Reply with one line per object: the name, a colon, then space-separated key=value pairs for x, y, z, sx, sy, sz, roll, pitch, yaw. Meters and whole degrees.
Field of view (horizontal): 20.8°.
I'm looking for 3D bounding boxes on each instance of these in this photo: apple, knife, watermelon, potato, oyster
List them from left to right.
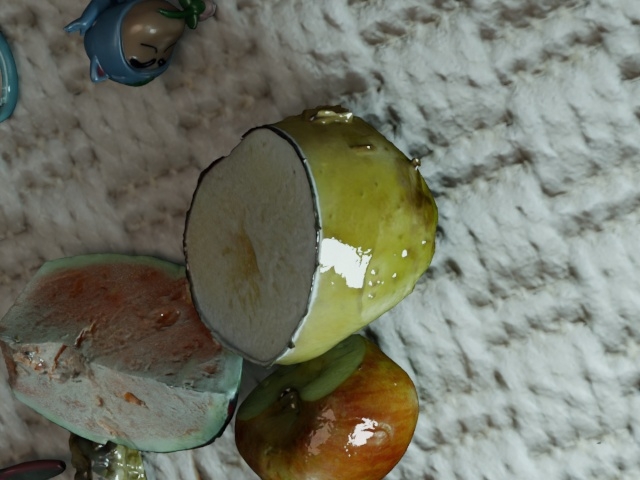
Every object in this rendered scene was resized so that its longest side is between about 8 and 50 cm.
knife: x=-0.407 y=0.304 z=2.186 sx=0.247 sy=0.018 sz=0.035 roll=-17 pitch=109 yaw=35
oyster: x=-0.266 y=0.304 z=2.103 sx=0.129 sy=0.078 sz=0.345 roll=4 pitch=108 yaw=33
watermelon: x=-0.203 y=0.134 z=1.957 sx=0.305 sy=0.180 sz=0.224 roll=11 pitch=97 yaw=23
potato: x=0.000 y=0.000 z=1.836 sx=0.300 sy=0.196 sz=0.246 roll=-39 pitch=62 yaw=52
apple: x=0.010 y=0.197 z=1.883 sx=0.195 sy=0.173 sz=0.160 roll=-25 pitch=90 yaw=30

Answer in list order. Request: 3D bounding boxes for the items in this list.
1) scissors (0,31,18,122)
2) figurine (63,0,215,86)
scissors: x=-0.478 y=-0.302 z=2.059 sx=0.180 sy=0.032 sz=0.393 roll=-18 pitch=95 yaw=27
figurine: x=-0.198 y=-0.260 z=1.904 sx=0.144 sy=0.114 sz=0.178 roll=-8 pitch=91 yaw=25
